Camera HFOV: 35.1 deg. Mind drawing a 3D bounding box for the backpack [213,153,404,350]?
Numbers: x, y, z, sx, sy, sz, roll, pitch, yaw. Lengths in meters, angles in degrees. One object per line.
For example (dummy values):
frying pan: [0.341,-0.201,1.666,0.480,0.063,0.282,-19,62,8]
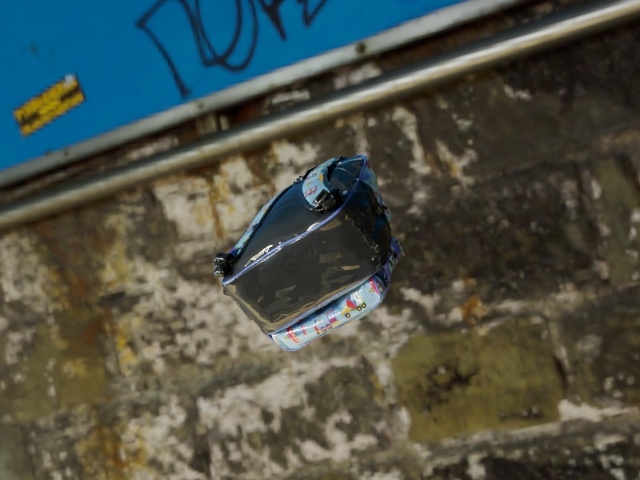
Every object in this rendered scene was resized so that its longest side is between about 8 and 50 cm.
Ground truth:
backpack: [0.000,0.000,0.958,0.158,0.117,0.173,-32,16,24]
